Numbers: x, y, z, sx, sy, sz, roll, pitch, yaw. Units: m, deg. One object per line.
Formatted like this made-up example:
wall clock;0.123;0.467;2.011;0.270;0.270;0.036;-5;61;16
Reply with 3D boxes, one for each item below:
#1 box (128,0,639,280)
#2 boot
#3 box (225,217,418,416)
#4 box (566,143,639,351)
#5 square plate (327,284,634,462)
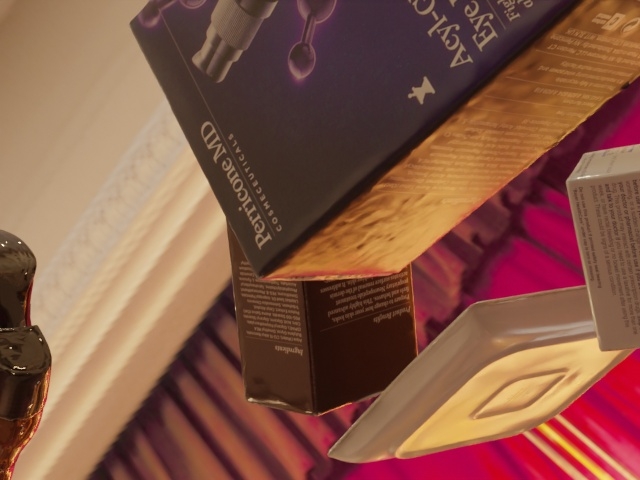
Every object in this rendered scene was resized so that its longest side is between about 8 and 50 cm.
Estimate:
box;0.036;-0.098;0.615;0.207;0.153;0.108;-42;-25;31
boot;-0.334;0.156;1.340;0.096;0.264;0.280;-2;-52;-33
box;0.000;0.000;1.658;0.191;0.143;0.381;-14;-78;-44
box;0.249;-0.001;0.929;0.072;0.137;0.126;-44;-57;-62
square plate;0.226;0.161;1.613;0.344;0.049;0.347;-5;-31;-35
